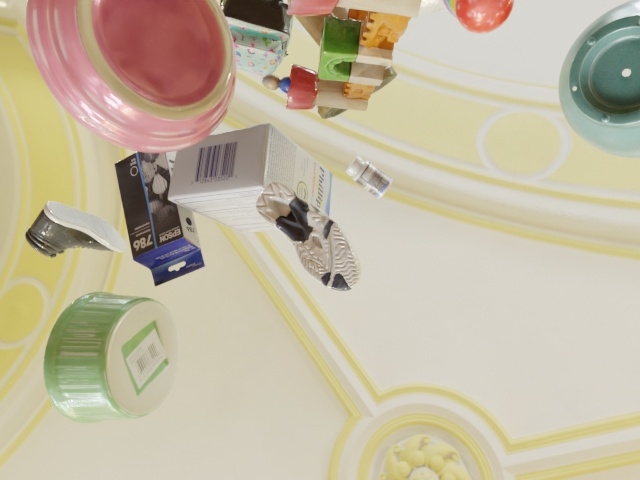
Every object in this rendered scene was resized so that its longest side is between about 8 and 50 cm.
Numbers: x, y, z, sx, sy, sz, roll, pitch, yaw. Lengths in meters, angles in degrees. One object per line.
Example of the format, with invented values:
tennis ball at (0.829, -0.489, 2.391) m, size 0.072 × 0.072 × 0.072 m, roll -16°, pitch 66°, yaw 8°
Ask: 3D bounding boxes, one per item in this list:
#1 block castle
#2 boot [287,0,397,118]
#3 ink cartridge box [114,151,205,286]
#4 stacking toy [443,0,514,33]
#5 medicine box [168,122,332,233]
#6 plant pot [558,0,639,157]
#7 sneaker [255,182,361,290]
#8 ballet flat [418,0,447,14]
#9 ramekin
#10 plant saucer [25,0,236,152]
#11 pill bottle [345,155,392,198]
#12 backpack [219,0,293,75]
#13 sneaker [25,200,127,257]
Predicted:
block castle at (0.011, -0.401, 0.747) m, size 0.213 × 0.453 × 0.303 m, roll 6°, pitch -92°, yaw -4°
boot at (0.013, -0.420, 1.062) m, size 0.236 × 0.089 × 0.269 m, roll -37°, pitch -88°, yaw -31°
ink cartridge box at (-0.398, -0.067, 1.197) m, size 0.165 × 0.065 × 0.332 m, roll -22°, pitch -103°, yaw 19°
stacking toy at (0.286, -0.436, 0.862) m, size 0.141 × 0.141 × 0.330 m, roll -2°, pitch -146°, yaw 14°
medicine box at (-0.154, -0.129, 1.148) m, size 0.263 × 0.289 × 0.149 m, roll -3°, pitch -106°, yaw 29°
plant pot at (0.558, -0.289, 0.860) m, size 0.293 × 0.196 × 0.293 m, roll 12°, pitch -72°, yaw 41°
sneaker at (0.000, 0.000, 0.867) m, size 0.235 × 0.153 × 0.094 m, roll 38°, pitch -83°, yaw 23°
ballet flat at (0.384, -0.687, 1.239) m, size 0.400 × 0.139 × 0.139 m, roll -35°, pitch -121°, yaw 34°
ramekin at (-0.463, 0.269, 1.136) m, size 0.148 × 0.303 × 0.303 m, roll -4°, pitch -112°, yaw 19°
plant saucer at (-0.261, -0.306, 0.758) m, size 0.084 × 0.332 × 0.332 m, roll 0°, pitch -114°, yaw 46°
pill bottle at (0.151, -0.201, 1.533) m, size 0.137 × 0.078 × 0.078 m, roll 36°, pitch -100°, yaw -6°
backpack at (-0.202, -0.615, 1.470) m, size 0.225 × 0.253 × 0.191 m, roll 10°, pitch -90°, yaw -12°
sneaker at (-0.726, -0.005, 1.444) m, size 0.147 × 0.296 × 0.104 m, roll -37°, pitch -121°, yaw 10°
